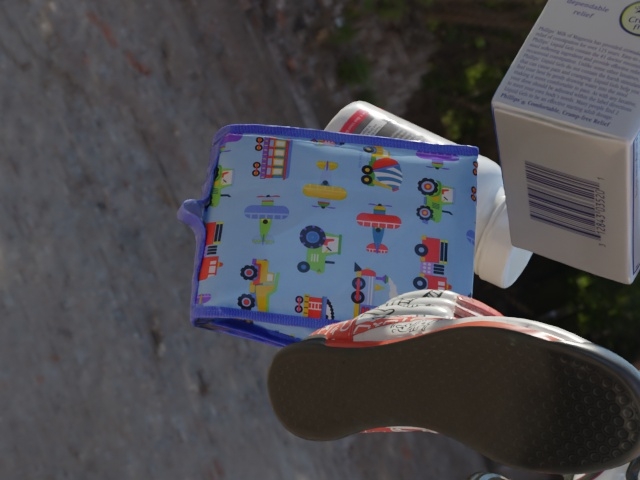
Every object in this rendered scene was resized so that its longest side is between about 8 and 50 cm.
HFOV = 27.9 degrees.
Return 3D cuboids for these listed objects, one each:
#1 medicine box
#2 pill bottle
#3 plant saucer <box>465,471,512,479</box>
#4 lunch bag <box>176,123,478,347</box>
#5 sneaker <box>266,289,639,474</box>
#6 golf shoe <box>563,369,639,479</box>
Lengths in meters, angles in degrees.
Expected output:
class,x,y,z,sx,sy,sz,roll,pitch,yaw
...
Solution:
class,x,y,z,sx,sy,sz,roll,pitch,yaw
medicine box,0.316,-0.151,1.371,0.289,0.149,0.263,-59,153,-24
pill bottle,0.151,-0.060,1.830,0.318,0.176,0.176,28,-8,21
plant saucer,0.252,0.406,1.554,0.278,0.041,0.278,45,29,-33
lunch bag,0.000,0.000,1.310,0.138,0.293,0.221,123,-24,-62
sneaker,0.108,0.078,0.825,0.145,0.270,0.090,-20,103,-50
golf shoe,0.341,0.238,1.398,0.105,0.120,0.273,40,42,-18
